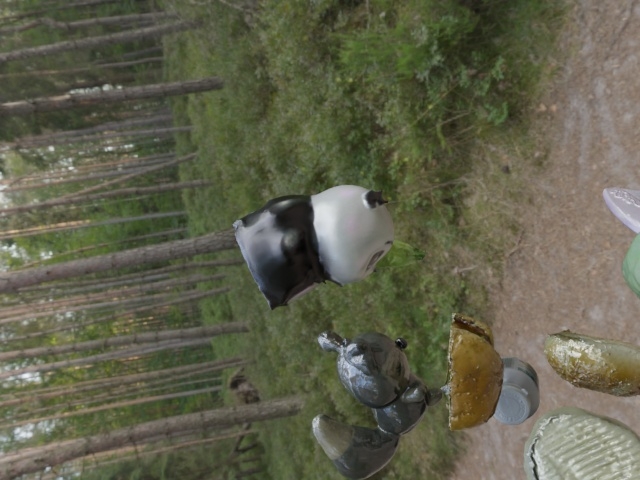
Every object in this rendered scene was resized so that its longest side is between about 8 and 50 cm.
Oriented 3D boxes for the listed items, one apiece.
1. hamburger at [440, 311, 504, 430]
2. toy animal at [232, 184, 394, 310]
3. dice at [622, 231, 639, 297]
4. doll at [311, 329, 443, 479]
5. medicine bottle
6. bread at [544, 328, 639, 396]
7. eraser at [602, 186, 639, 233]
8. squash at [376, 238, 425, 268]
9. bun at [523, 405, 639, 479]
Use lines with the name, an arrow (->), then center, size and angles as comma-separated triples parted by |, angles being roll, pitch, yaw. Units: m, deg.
hamburger -> 0.329, 0.300, 1.013 | 0.124, 0.131, 0.262 | -51, -38, -60
toy animal -> 0.000, 0.000, 0.979 | 0.251, 0.310, 0.251 | 155, 90, -86
dice -> 0.629, 0.052, 0.570 | 0.330, 0.322, 0.318 | -49, 41, 18
doll -> 0.131, 0.436, 1.276 | 0.379, 0.382, 0.252 | -55, 17, -27
medicine bottle -> 0.491, 0.389, 1.197 | 0.215, 0.135, 0.135 | -5, -92, -66
bread -> 0.803, 0.358, 1.343 | 0.305, 0.305, 0.159 | 125, 159, -84
eraser -> 0.978, -0.084, 1.381 | 0.243, 0.204, 0.059 | -65, -21, -50
squash -> 0.092, 0.016, 1.253 | 0.118, 0.370, 0.118 | 14, -90, -81
bun -> 0.765, 0.657, 1.320 | 0.211, 0.359, 0.360 | 43, -149, -52
